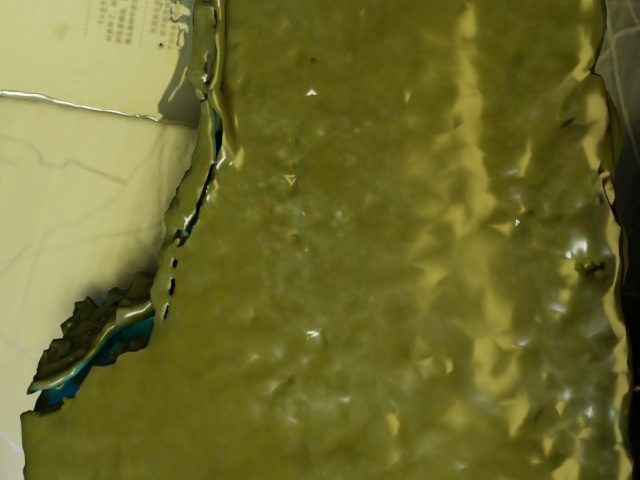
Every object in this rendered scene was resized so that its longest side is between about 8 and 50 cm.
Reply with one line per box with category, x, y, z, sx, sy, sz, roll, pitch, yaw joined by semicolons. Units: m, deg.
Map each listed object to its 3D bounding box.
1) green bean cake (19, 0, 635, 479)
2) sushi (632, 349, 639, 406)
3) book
green bean cake;0.000;0.000;0.480;0.285;0.202;0.310;0;95;15
sushi;0.284;0.085;0.555;0.234;0.207;0.348;2;89;0
book;-0.043;-0.158;0.552;0.289;0.026;0.201;9;94;-12
